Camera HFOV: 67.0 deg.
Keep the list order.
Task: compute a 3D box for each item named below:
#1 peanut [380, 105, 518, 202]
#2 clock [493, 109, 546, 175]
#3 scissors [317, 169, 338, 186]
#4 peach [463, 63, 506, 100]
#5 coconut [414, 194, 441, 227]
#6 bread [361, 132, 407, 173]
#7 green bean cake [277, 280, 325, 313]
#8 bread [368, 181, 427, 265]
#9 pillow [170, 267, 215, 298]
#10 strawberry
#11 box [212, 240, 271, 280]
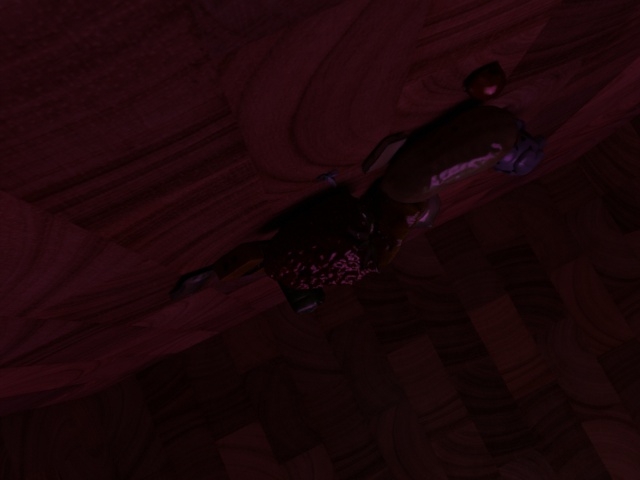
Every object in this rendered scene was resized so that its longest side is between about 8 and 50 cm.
[{"bbox_3d":[0.335,-0.227,1.306,0.387,0.169,0.192,-27,174,23],"label":"peanut"},{"bbox_3d":[0.565,-0.310,1.518,0.254,0.189,0.189,7,148,-45],"label":"clock"},{"bbox_3d":[0.027,-0.161,1.281,0.058,0.014,0.119,-23,167,7],"label":"scissors"},{"bbox_3d":[0.374,-0.347,1.089,0.098,0.061,0.098,-32,167,-8],"label":"peach"},{"bbox_3d":[0.337,-0.124,1.718,0.194,0.194,0.194,-25,169,-5],"label":"coconut"},{"bbox_3d":[0.164,-0.226,1.262,0.068,0.028,0.153,-22,168,-25],"label":"bread"},{"bbox_3d":[-0.082,0.190,2.070,0.125,0.248,0.222,-29,172,10],"label":"green bean cake"},{"bbox_3d":[0.221,-0.056,1.660,0.109,0.185,0.380,-45,165,-31],"label":"bread"},{"bbox_3d":[-0.426,0.147,1.627,0.130,0.033,0.217,-22,169,-36],"label":"pillow"},{"bbox_3d":[0.000,-0.001,1.462,0.343,0.292,0.292,-4,174,12],"label":"strawberry"},{"bbox_3d":[-0.223,0.061,1.622,0.152,0.070,0.237,-32,166,29],"label":"box"}]
